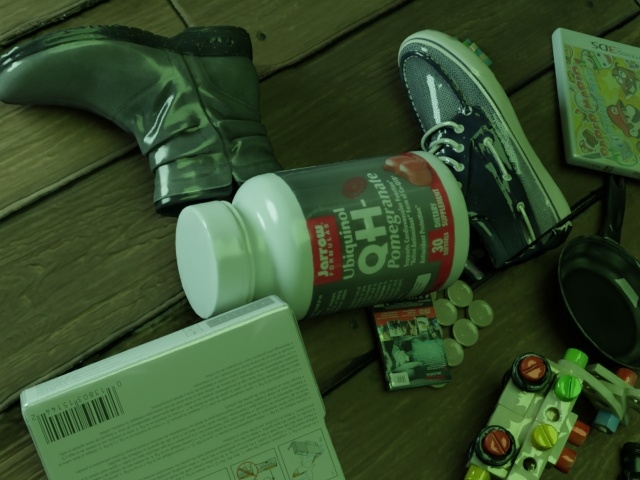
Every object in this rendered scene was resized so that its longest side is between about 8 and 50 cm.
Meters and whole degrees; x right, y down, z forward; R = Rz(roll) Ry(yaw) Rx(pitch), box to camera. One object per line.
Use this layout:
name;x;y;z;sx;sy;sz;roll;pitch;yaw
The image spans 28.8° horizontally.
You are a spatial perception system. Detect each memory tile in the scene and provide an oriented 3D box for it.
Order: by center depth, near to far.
memory tile;0.145;0.104;1.571;0.113;0.012;0.148;42;60;-1

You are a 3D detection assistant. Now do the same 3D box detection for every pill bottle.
pill bottle;0.000;0.000;1.462;0.318;0.176;0.176;-11;73;-25

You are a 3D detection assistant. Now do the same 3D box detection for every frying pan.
frying pan;0.368;0.028;1.664;0.197;0.053;0.326;7;56;-34

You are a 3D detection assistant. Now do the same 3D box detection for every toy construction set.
toy construction set;0.293;0.257;1.486;0.215;0.151;0.328;28;55;7

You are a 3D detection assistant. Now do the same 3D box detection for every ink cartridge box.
ink cartridge box;-0.135;0.231;1.331;0.296;0.066;0.261;-20;102;-12

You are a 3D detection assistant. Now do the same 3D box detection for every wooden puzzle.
wooden puzzle;0.211;-0.254;1.753;0.083;0.006;0.049;46;60;2

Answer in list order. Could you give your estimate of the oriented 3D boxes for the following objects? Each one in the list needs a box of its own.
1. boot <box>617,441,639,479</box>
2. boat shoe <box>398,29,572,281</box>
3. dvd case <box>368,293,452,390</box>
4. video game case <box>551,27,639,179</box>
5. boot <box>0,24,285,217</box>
boot;0.428;0.317;1.578;0.121;0.045;0.099;17;61;-7
boat shoe;0.178;-0.109;1.606;0.158;0.127;0.341;-31;83;-37
dvd case;0.109;0.122;1.534;0.087;0.013;0.120;-6;70;-24
video game case;0.438;-0.191;1.797;0.206;0.026;0.227;10;60;-18
boot;-0.208;-0.134;1.475;0.338;0.118;0.223;-8;77;-20
